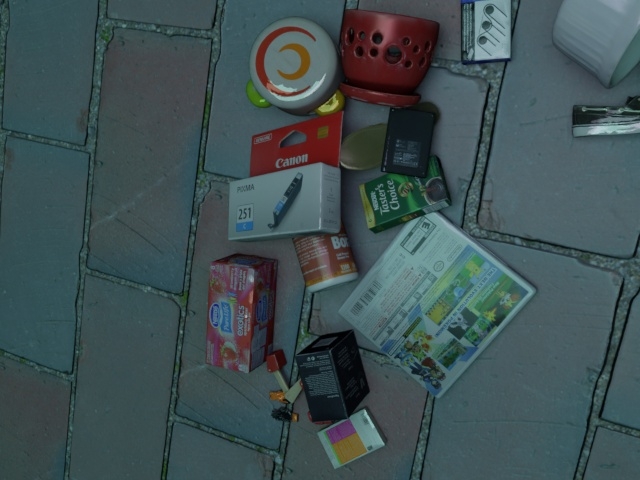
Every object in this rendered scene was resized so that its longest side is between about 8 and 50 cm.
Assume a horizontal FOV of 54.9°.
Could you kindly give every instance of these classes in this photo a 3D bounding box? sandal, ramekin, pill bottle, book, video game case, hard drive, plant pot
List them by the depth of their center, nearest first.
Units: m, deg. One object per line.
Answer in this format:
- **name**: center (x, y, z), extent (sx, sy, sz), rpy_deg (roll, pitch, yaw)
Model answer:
- **ramekin**: center (0.519, -0.410, 1.037), extent (0.135, 0.277, 0.277), rpy_deg (41, 110, 20)
- **plant pot**: center (0.129, -0.366, 1.241), extent (0.191, 0.191, 0.174), rpy_deg (17, 112, 18)
- **hard drive**: center (0.180, -0.202, 1.268), extent (0.094, 0.022, 0.135), rpy_deg (9, 90, 0)
- **sandal**: center (0.141, -0.215, 1.320), extent (0.240, 0.079, 0.088), rpy_deg (-28, 90, 0)
- **video game case**: center (0.244, 0.132, 1.348), extent (0.300, 0.036, 0.329), rpy_deg (40, 109, 12)
- **pill bottle**: center (0.000, 0.000, 1.370), extent (0.121, 0.121, 0.216), rpy_deg (-20, 82, 23)
- **book**: center (0.073, 0.469, 1.467), extent (0.144, 0.035, 0.096), rpy_deg (-33, 82, 22)

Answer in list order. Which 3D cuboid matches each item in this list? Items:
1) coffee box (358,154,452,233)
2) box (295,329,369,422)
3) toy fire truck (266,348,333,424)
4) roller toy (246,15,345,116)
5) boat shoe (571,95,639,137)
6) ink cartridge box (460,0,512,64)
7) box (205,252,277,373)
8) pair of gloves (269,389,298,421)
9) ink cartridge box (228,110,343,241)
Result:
- **coffee box**: center (0.178, -0.097, 1.314), extent (0.184, 0.040, 0.113), rpy_deg (-20, 65, 23)
- **box**: center (0.030, 0.303, 1.391), extent (0.093, 0.156, 0.158), rpy_deg (-14, 93, 23)
- **toy fire truck**: center (-0.045, 0.354, 1.487), extent (0.135, 0.047, 0.191), rpy_deg (-14, 92, 22)
- **roller toy**: center (-0.044, -0.369, 1.326), extent (0.210, 0.146, 0.191), rpy_deg (9, 94, 13)
- **boat shoe**: center (0.582, -0.233, 1.137), extent (0.220, 0.078, 0.070), rpy_deg (0, 99, 23)
- **ink cartridge box**: center (0.328, -0.459, 1.220), extent (0.097, 0.046, 0.206), rpy_deg (1, 98, 20)
- **box**: center (-0.188, 0.169, 1.473), extent (0.123, 0.128, 0.256), rpy_deg (8, 101, 20)
- **pair of gloves**: center (-0.090, 0.412, 1.534), extent (0.074, 0.010, 0.083), rpy_deg (-1, 99, 19)
- **ink cartridge box**: center (-0.082, -0.135, 1.332), extent (0.296, 0.066, 0.260), rpy_deg (-6, 79, 43)
